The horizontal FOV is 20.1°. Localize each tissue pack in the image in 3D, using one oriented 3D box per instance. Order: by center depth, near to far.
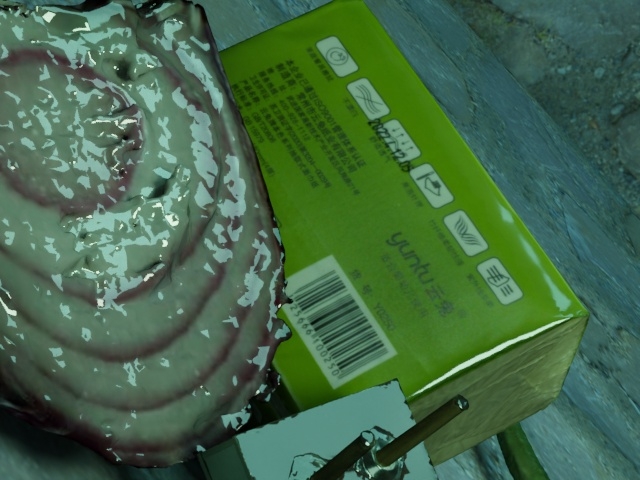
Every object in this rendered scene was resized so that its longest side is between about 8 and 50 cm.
[{"bbox_3d":[0.009,0.014,1.173,0.275,0.200,0.167,56,-19,24],"label":"tissue pack"}]

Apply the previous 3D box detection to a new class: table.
[{"bbox_3d":[0.052,0.193,0.942,0.121,0.111,0.240,-16,80,-41],"label":"table"}]

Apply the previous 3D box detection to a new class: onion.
[{"bbox_3d":[-0.159,0.000,0.985,0.314,0.146,0.280,3,70,-56],"label":"onion"}]

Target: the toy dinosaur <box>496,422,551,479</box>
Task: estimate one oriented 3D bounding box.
[{"bbox_3d":[0.226,0.269,1.464,0.447,0.087,0.301,51,10,-2],"label":"toy dinosaur"}]
